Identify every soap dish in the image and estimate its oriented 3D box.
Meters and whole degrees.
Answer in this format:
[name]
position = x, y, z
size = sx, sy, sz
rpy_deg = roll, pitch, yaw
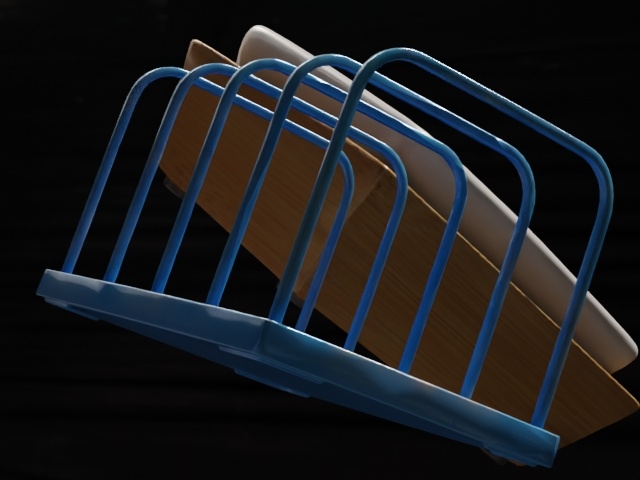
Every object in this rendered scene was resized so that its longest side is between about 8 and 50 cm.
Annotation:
[soap dish]
position = 0.045, 0.009, 0.914
size = 0.118, 0.229, 0.291
rpy_deg = -50, 130, 0

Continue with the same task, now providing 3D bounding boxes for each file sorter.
[file sorter]
position = 0.000, 0.000, 0.513
size = 0.118, 0.170, 0.104
rpy_deg = 25, 80, -31
